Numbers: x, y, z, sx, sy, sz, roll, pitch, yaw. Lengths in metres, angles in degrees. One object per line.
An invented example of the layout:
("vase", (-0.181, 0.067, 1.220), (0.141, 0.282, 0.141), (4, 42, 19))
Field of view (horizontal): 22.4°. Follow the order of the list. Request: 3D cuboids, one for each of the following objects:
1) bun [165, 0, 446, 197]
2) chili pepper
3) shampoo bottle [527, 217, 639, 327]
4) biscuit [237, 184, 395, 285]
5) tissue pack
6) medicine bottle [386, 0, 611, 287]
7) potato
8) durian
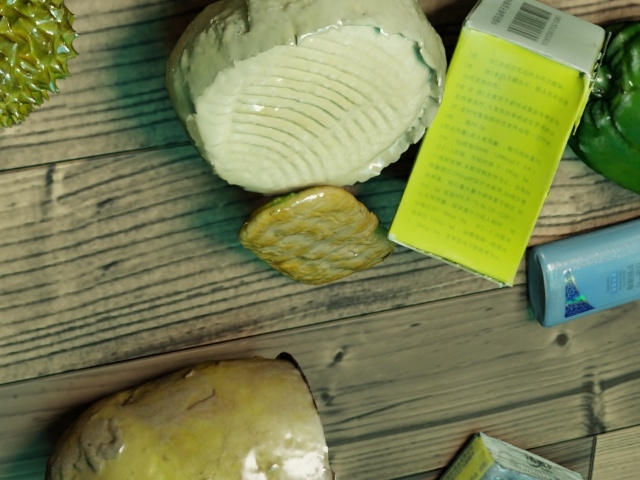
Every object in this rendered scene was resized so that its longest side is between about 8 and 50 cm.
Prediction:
("bun", (-0.012, -0.162, 1.470), (0.259, 0.152, 0.259), (-12, 144, -9))
("chili pepper", (0.425, -0.112, 1.680), (0.385, 0.167, 0.213), (15, 117, -30))
("shampoo bottle", (0.359, 0.019, 1.806), (0.258, 0.061, 0.104), (-16, 127, -12))
("biscuit", (0.000, 0.000, 1.594), (0.118, 0.029, 0.247), (-20, 160, 14))
("tissue pack", (0.190, 0.365, 1.954), (0.185, 0.081, 0.257), (24, 112, -33))
("medicine bottle", (0.172, -0.104, 1.569), (0.141, 0.137, 0.250), (23, 119, 7))
("potato", (-0.147, 0.240, 1.658), (0.266, 0.229, 0.229), (-11, 125, -19))
("durian", (-0.266, -0.178, 1.390), (0.108, 0.119, 0.187), (-28, 126, 2))
